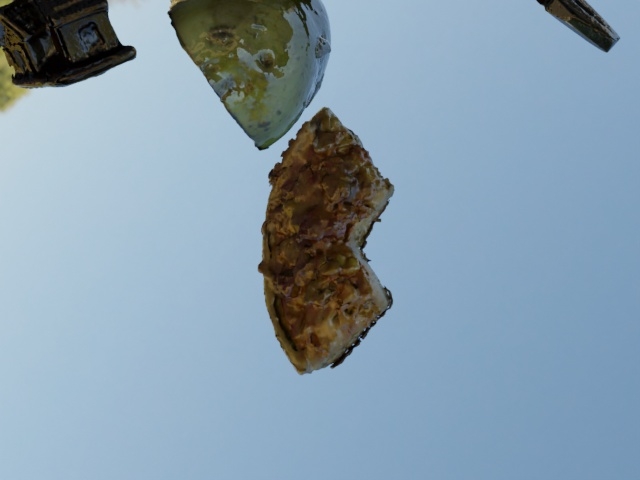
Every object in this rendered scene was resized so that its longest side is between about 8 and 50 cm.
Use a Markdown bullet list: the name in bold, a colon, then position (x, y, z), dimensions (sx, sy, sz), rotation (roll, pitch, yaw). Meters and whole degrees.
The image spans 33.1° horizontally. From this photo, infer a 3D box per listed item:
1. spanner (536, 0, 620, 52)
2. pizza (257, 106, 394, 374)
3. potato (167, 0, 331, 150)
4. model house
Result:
- **spanner**: position (0.182, -0.308, 1.121), dimensions (0.096, 0.325, 0.040), rotation (-36, 166, -52)
- **pizza**: position (0.000, 0.000, 1.212), dimensions (0.161, 0.085, 0.305), rotation (2, -95, 31)
- **potato**: position (-0.045, -0.187, 0.986), dimensions (0.111, 0.160, 0.271), rotation (-31, -166, 9)
- **model house**: position (-0.348, -0.285, 1.400), dimensions (0.165, 0.152, 0.106), rotation (-24, -150, -9)
